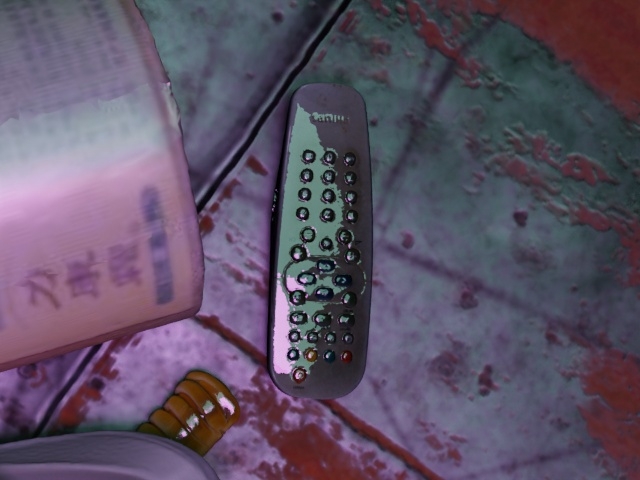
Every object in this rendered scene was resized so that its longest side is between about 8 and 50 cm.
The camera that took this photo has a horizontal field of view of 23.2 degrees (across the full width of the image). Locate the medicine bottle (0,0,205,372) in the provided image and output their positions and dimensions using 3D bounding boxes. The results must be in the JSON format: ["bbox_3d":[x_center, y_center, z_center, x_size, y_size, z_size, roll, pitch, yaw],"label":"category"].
[{"bbox_3d":[-0.293,-0.012,0.925,0.406,0.236,0.235,-16,89,-15],"label":"medicine bottle"}]

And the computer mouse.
[{"bbox_3d":[-0.171,0.191,1.021,0.231,0.079,0.127,-2,101,4],"label":"computer mouse"}]

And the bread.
[{"bbox_3d":[-0.095,0.130,1.066,0.088,0.033,0.049,-44,90,-12],"label":"bread"}]

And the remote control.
[{"bbox_3d":[0.000,0.000,1.094,0.072,0.042,0.222,3,86,-13],"label":"remote control"}]
